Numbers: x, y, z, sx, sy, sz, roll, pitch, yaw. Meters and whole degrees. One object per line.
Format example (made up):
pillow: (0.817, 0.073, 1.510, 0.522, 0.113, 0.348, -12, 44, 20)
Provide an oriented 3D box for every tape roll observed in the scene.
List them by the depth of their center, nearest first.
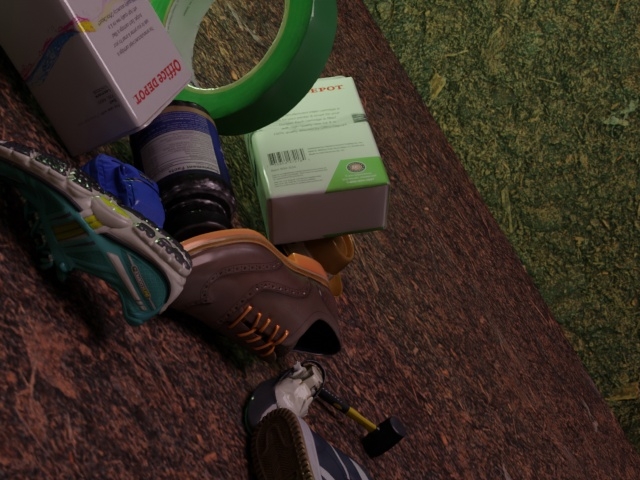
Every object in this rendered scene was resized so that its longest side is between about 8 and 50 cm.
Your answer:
tape roll: (-0.129, -0.323, 1.657, 0.077, 0.321, 0.321, 26, 35, -56)

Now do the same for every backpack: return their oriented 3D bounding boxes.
backpack: (-0.241, -0.043, 1.280, 0.098, 0.101, 0.120, 44, 18, -49)

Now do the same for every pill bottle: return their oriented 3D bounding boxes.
pill bottle: (-0.180, -0.073, 1.436, 0.123, 0.123, 0.219, 35, 29, -47)

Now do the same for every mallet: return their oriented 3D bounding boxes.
mallet: (0.050, 0.245, 1.573, 0.190, 0.062, 0.039, 46, 21, -27)

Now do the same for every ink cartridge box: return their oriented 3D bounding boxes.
ink cartridge box: (-0.305, -0.274, 1.372, 0.278, 0.117, 0.201, 60, 25, -18)
ink cartridge box: (-0.014, -0.137, 1.793, 0.115, 0.198, 0.273, 91, -12, -47)

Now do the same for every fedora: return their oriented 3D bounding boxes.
fedora: (0.000, 0.000, 1.822, 0.194, 0.079, 0.194, 47, 20, -24)

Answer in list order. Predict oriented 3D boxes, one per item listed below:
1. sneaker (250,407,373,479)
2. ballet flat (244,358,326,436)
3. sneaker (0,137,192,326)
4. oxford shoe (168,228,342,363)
sneaker: (0.006, 0.339, 1.264, 0.153, 0.099, 0.282, 42, 23, -38)
ballet flat: (-0.038, 0.201, 1.422, 0.074, 0.074, 0.203, 57, 19, 1)
sneaker: (-0.270, -0.015, 1.157, 0.275, 0.110, 0.107, 38, 3, -1)
oxford shoe: (-0.083, 0.079, 1.384, 0.363, 0.130, 0.133, 13, 43, -53)
